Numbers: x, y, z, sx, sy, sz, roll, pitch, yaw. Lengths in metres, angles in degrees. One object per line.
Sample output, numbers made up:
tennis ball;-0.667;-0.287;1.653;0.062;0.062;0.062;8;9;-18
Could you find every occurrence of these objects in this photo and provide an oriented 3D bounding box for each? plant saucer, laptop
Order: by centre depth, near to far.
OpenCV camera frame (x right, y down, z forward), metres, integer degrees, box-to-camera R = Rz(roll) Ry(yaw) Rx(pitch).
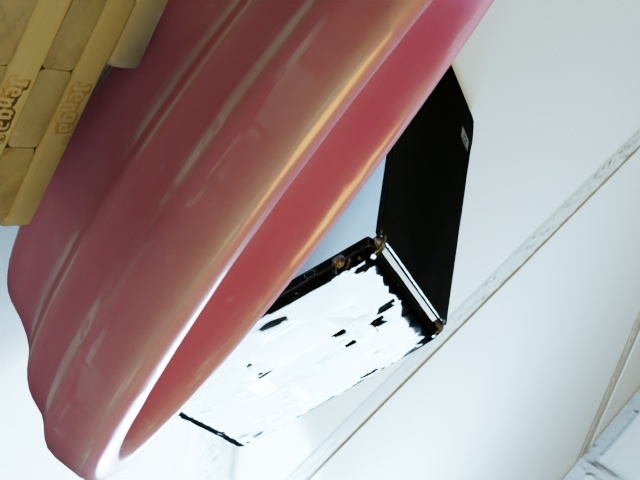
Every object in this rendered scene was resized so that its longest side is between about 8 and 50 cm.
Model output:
plant saucer;-0.023;-0.051;0.625;0.332;0.084;0.332;-52;176;-5
laptop;0.000;0.000;0.942;0.264;0.136;0.234;-30;158;5

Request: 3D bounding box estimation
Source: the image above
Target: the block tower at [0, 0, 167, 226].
block tower;-0.177;-0.059;0.365;0.335;0.091;0.097;-7;128;-62
